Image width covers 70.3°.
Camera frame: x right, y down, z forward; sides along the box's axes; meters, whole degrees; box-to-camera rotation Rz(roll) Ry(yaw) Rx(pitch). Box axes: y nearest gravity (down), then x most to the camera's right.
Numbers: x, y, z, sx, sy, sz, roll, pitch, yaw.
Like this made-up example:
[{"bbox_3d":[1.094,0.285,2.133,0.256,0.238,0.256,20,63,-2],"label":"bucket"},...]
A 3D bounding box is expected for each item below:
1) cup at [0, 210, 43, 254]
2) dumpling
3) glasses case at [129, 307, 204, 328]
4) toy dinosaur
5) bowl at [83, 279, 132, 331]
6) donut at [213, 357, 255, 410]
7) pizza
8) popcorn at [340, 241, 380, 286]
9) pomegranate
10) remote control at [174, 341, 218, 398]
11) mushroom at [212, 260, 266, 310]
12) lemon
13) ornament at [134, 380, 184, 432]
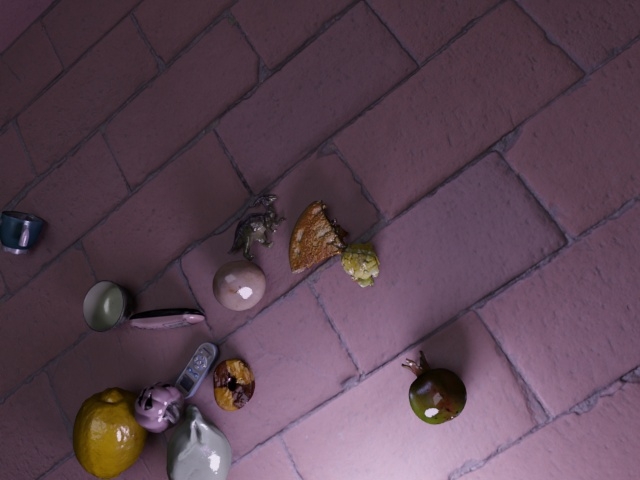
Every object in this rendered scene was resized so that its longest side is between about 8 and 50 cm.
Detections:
[{"bbox_3d":[-1.398,-0.032,2.108,0.299,0.167,0.173,25,99,47],"label":"cup"},{"bbox_3d":[-0.456,0.766,1.624,0.269,0.212,0.321,16,74,24],"label":"dumpling"},{"bbox_3d":[-0.611,0.311,1.800,0.314,0.122,0.075,-8,73,16],"label":"glasses case"},{"bbox_3d":[-0.244,-0.044,1.769,0.162,0.077,0.294,36,78,25],"label":"toy dinosaur"},{"bbox_3d":[-0.869,0.274,1.898,0.211,0.112,0.212,-4,79,19],"label":"bowl"},{"bbox_3d":[-0.317,0.533,1.689,0.166,0.073,0.184,-24,73,14],"label":"donut"},{"bbox_3d":[0.000,0.000,1.671,0.228,0.081,0.290,14,86,26],"label":"pizza"},{"bbox_3d":[0.138,0.077,1.587,0.141,0.135,0.163,14,83,13],"label":"popcorn"},{"bbox_3d":[0.349,0.462,1.435,0.181,0.181,0.224,-39,56,9],"label":"pomegranate"},{"bbox_3d":[-0.479,0.503,1.763,0.087,0.047,0.244,34,92,17],"label":"remote control"},{"bbox_3d":[-0.306,0.154,1.711,0.204,0.204,0.205,-3,80,18],"label":"mushroom"},{"bbox_3d":[-0.786,0.725,1.717,0.285,0.285,0.316,-24,97,13],"label":"lemon"},{"bbox_3d":[-0.586,0.614,1.672,0.177,0.177,0.178,-3,80,18],"label":"ornament"}]
